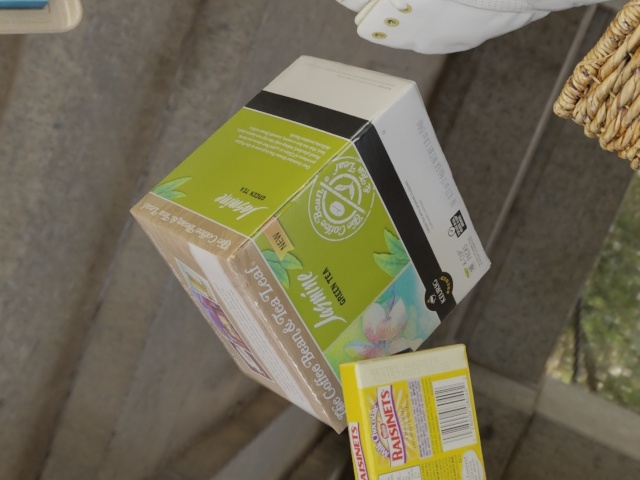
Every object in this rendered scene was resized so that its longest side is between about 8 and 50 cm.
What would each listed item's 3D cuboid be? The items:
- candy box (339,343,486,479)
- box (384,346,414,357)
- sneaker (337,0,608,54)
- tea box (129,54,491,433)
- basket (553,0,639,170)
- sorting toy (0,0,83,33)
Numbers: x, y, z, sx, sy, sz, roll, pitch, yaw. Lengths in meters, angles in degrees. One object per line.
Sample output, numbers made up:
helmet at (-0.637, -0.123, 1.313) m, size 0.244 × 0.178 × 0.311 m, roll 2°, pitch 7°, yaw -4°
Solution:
candy box at (0.074, 0.182, 0.762) m, size 0.027 × 0.105 × 0.205 m, roll -15°, pitch -98°, yaw 56°
box at (0.110, 0.234, 1.222) m, size 0.156 × 0.093 × 0.158 m, roll 49°, pitch 21°, yaw -44°
sneaker at (0.044, -0.146, 0.500) m, size 0.293 × 0.169 × 0.108 m, roll 4°, pitch 76°, yaw -47°
tea box at (0.000, 0.000, 1.361) m, size 0.323 × 0.220 × 0.329 m, roll -45°, pitch 130°, yaw -19°
basket at (0.399, -0.188, 0.957) m, size 0.213 × 0.223 × 0.299 m, roll -43°, pitch 168°, yaw -41°
sorting toy at (-0.338, -0.289, 1.009) m, size 0.208 × 0.192 × 0.038 m, roll -12°, pitch 175°, yaw -38°
